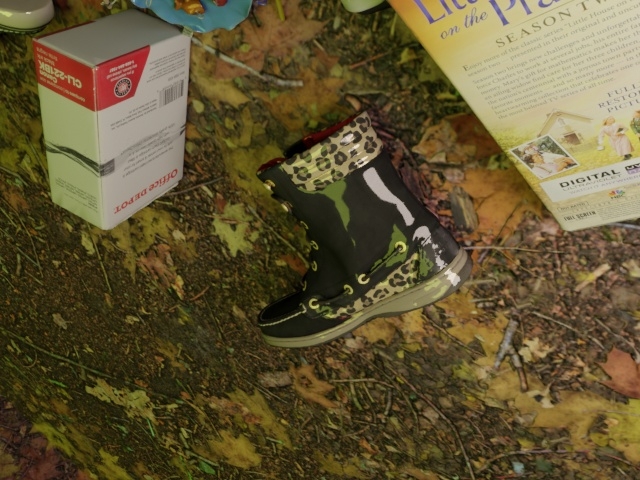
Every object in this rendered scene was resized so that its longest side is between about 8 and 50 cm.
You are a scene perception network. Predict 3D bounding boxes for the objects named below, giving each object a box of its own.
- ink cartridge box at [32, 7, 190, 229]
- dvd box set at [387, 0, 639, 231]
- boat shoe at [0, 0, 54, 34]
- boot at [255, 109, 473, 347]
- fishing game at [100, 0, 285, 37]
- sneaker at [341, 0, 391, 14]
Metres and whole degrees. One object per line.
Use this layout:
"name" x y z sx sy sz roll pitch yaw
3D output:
"ink cartridge box" -0.306 -0.182 0.861 0.114 0.197 0.273 26 130 14
"dvd box set" 0.289 -0.158 0.489 0.307 0.062 0.420 -16 142 38
"boat shoe" -0.564 -0.374 0.941 0.340 0.127 0.158 30 139 19
"boot" 0.000 0.000 0.851 0.377 0.138 0.284 -22 110 35
"fishing game" -0.180 -0.324 0.723 0.264 0.041 0.189 9 161 5
"sneaker" 0.159 -0.245 0.555 0.268 0.101 0.153 -22 131 3
